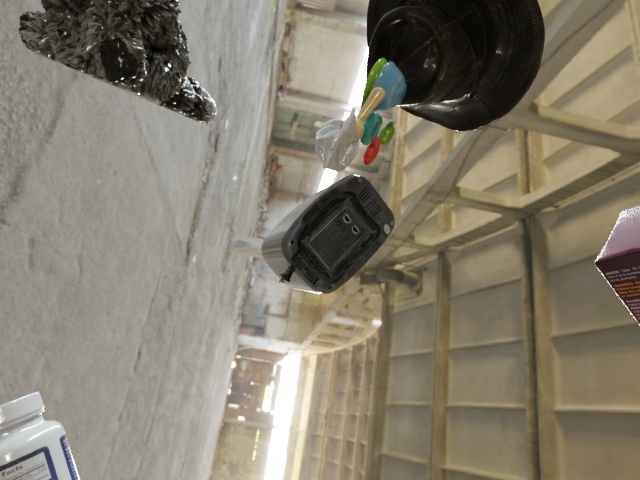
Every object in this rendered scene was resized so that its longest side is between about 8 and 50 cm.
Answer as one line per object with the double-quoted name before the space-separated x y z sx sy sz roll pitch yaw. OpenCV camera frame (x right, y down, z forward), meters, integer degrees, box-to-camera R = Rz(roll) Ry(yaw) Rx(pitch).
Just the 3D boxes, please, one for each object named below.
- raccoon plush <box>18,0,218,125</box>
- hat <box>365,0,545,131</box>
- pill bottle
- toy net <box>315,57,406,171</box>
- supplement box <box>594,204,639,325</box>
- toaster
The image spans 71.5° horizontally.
"raccoon plush" -0.284 -0.391 0.729 0.446 0.216 0.298 -49 161 -82
"hat" 0.151 -0.276 0.682 0.134 0.331 0.331 -41 171 -21
"pill bottle" -0.230 0.185 0.347 0.067 0.067 0.120 131 -62 -79
"toy net" 0.044 -0.137 0.546 0.232 0.045 0.122 -47 160 -45
"supplement box" 0.389 0.056 0.463 0.104 0.188 0.081 -42 -174 -31
"toaster" 0.000 0.000 0.722 0.227 0.129 0.146 -45 -166 -22
